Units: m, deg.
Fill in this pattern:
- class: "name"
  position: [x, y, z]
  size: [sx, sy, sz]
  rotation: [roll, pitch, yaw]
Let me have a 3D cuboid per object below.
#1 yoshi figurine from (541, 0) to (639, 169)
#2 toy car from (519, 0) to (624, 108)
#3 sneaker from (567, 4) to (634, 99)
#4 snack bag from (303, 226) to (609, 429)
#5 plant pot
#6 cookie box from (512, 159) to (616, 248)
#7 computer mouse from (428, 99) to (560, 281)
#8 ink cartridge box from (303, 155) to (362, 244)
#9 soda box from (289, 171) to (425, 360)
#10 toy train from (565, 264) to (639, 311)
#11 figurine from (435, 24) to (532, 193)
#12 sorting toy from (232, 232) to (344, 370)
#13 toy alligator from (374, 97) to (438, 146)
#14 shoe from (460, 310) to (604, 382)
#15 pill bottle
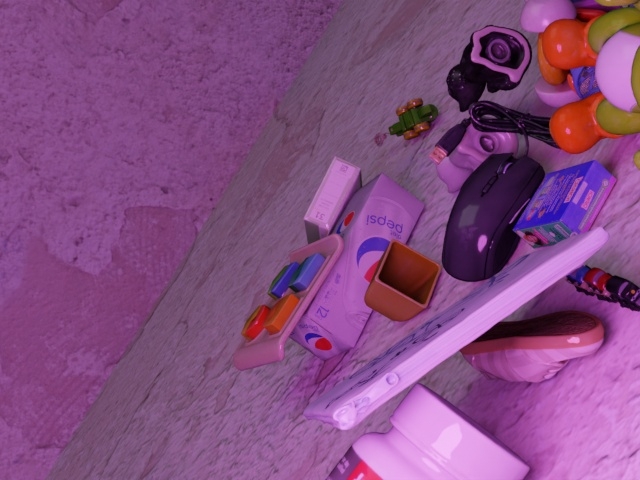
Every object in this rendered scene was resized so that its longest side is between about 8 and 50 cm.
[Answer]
- class: "yoshi figurine"
  position: [0.350, -0.181, 1.412]
  size: [0.203, 0.203, 0.362]
  rotation: [-59, 20, -12]
- class: "toy car"
  position: [0.350, -0.281, 1.790]
  size: [0.136, 0.159, 0.182]
  rotation: [-8, 33, 19]
- class: "sneaker"
  position: [0.407, -0.245, 1.646]
  size: [0.221, 0.083, 0.087]
  rotation: [-51, 27, 26]
- class: "snack bag"
  position: [0.134, 0.095, 1.335]
  size: [0.323, 0.037, 0.342]
  rotation: [-34, -3, -9]
- class: "plant pot"
  position: [0.105, 0.065, 1.819]
  size: [0.083, 0.081, 0.081]
  rotation: [-54, 8, 50]
- class: "cookie box"
  position: [0.289, -0.041, 1.565]
  size: [0.092, 0.040, 0.107]
  rotation: [-57, 15, -17]
- class: "computer mouse"
  position: [0.201, -0.080, 1.705]
  size: [0.184, 0.060, 0.262]
  rotation: [22, 71, 36]
- class: "ink cartridge box"
  position: [0.000, 0.000, 2.155]
  size: [0.235, 0.056, 0.171]
  rotation: [-62, -10, -14]
- class: "soda box"
  position: [0.051, 0.039, 2.011]
  size: [0.098, 0.091, 0.286]
  rotation: [-34, 23, 56]
- class: "toy train"
  position: [0.290, 0.045, 1.363]
  size: [0.027, 0.036, 0.158]
  rotation: [-53, 14, -3]
- class: "figurine"
  position: [0.223, -0.179, 1.913]
  size: [0.209, 0.092, 0.215]
  rotation: [142, 138, -77]
- class: "sorting toy"
  position: [-0.055, 0.089, 1.958]
  size: [0.208, 0.038, 0.193]
  rotation: [-62, 16, -21]
- class: "toy alligator"
  position: [0.161, -0.209, 2.353]
  size: [0.051, 0.056, 0.189]
  rotation: [-12, -8, -29]
- class: "shoe"
  position: [0.225, 0.115, 1.383]
  size: [0.076, 0.058, 0.219]
  rotation: [-25, 6, -27]
- class: "pill bottle"
  position: [0.060, 0.286, 1.256]
  size: [0.283, 0.161, 0.161]
  rotation: [-53, 14, 0]
